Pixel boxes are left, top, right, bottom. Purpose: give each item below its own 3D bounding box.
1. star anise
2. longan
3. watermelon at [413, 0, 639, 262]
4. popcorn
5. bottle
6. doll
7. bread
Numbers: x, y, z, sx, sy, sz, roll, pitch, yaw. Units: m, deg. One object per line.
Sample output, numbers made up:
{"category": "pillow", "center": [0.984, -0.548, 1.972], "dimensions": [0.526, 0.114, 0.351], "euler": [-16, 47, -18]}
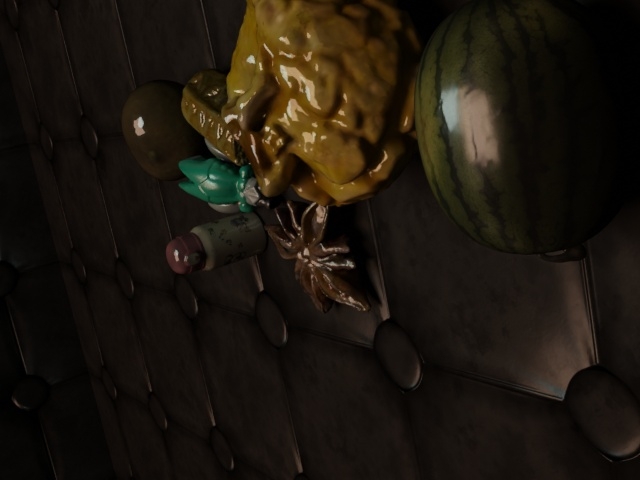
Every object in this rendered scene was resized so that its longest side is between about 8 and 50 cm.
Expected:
{"category": "star anise", "center": [-0.002, 0.002, 1.728], "dimensions": [0.349, 0.109, 0.292], "euler": [55, 139, 7]}
{"category": "longan", "center": [-0.374, -0.271, 2.041], "dimensions": [0.215, 0.246, 0.246], "euler": [-27, 81, 22]}
{"category": "watermelon", "center": [0.262, -0.136, 1.082], "dimensions": [0.279, 0.279, 0.359], "euler": [10, 115, 55]}
{"category": "popcorn", "center": [0.020, -0.252, 1.373], "dimensions": [0.354, 0.344, 0.390], "euler": [13, 96, 10]}
{"category": "bottle", "center": [-0.247, 0.010, 1.985], "dimensions": [0.110, 0.233, 0.110], "euler": [32, 131, 45]}
{"category": "doll", "center": [-0.204, -0.126, 1.961], "dimensions": [0.258, 0.153, 0.195], "euler": [41, 121, 15]}
{"category": "bread", "center": [-0.210, -0.284, 1.873], "dimensions": [0.152, 0.130, 0.268], "euler": [-52, 50, 3]}
